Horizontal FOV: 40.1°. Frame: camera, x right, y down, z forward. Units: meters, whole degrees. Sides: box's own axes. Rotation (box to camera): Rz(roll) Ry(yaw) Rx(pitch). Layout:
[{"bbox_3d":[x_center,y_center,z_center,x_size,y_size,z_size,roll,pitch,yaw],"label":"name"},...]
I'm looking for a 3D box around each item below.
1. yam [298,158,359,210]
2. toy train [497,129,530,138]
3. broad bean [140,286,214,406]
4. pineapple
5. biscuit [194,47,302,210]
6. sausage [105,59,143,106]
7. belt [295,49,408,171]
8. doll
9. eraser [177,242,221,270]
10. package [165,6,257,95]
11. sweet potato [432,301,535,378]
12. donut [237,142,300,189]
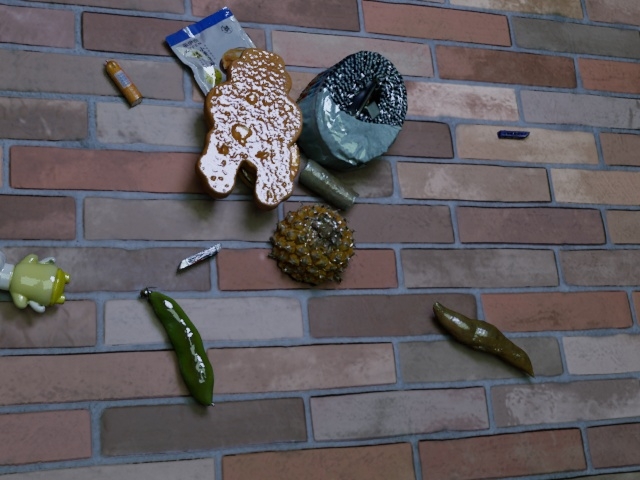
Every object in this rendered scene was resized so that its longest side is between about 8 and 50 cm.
[{"bbox_3d":[0.016,-0.113,1.824,0.132,0.054,0.054,34,65,-9],"label":"yam"},{"bbox_3d":[0.453,-0.247,2.048,0.083,0.017,0.017,0,76,-20],"label":"toy train"},{"bbox_3d":[-0.252,0.193,1.629,0.065,0.046,0.254,-26,82,-19],"label":"broad bean"},{"bbox_3d":[0.000,-0.004,1.735,0.176,0.137,0.161,27,66,-9],"label":"pineapple"},{"bbox_3d":[-0.136,-0.225,1.741,0.202,0.047,0.333,10,72,-15],"label":"biscuit"},{"bbox_3d":[-0.395,-0.318,1.750,0.031,0.031,0.107,-34,87,-26],"label":"sausage"},{"bbox_3d":[0.064,-0.265,1.840,0.207,0.150,0.257,37,65,-16],"label":"belt"},{"bbox_3d":[-0.531,0.070,1.557,0.162,0.062,0.106,14,65,-16],"label":"doll"},{"bbox_3d":[-0.233,0.033,1.698,0.099,0.027,0.019,-25,85,-26],"label":"eraser"},{"bbox_3d":[-0.212,-0.390,1.842,0.171,0.027,0.173,-36,91,-26],"label":"package"},{"bbox_3d":[0.346,0.206,1.838,0.274,0.067,0.067,31,65,-9],"label":"sweet potato"},{"bbox_3d":[-0.115,-0.169,1.790,0.152,0.058,0.152,6,72,-19],"label":"donut"}]
